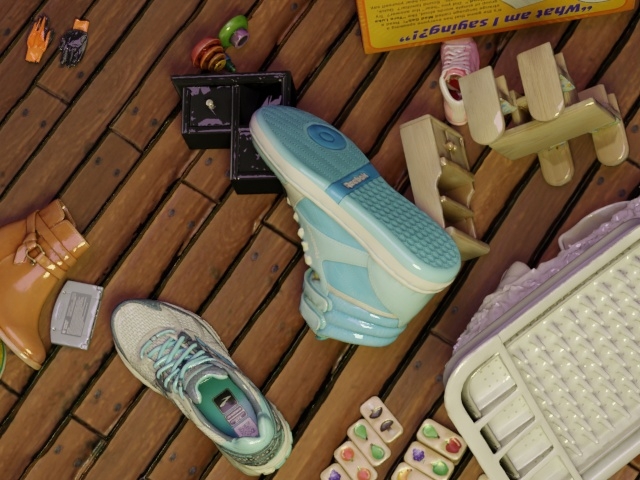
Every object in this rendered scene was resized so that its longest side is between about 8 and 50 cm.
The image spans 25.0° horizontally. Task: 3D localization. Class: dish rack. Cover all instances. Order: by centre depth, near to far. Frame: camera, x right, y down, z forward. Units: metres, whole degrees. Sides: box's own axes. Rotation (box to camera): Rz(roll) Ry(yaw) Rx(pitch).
[{"bbox_3d":[0.301,0.142,1.649,0.333,0.285,0.072,-37,33,-5],"label":"dish rack"}]

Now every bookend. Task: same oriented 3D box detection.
[{"bbox_3d":[-0.111,-0.131,1.848,0.157,0.072,0.156,-1,73,6],"label":"bookend"}]

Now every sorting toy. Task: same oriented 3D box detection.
[{"bbox_3d":[-0.123,-0.248,1.893,0.102,0.061,0.042,-38,73,-26],"label":"sorting toy"}]

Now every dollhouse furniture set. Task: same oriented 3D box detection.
[{"bbox_3d":[0.235,-0.095,1.738,0.242,0.212,0.161,-21,68,27],"label":"dollhouse furniture set"}]

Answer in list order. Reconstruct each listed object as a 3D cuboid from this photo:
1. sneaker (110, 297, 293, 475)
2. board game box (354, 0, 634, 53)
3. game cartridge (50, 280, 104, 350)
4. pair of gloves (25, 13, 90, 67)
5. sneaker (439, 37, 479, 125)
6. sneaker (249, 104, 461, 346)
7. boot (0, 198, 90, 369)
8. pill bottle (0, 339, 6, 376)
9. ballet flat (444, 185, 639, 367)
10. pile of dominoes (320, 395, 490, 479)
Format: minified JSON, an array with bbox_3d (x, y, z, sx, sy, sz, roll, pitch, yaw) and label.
[{"bbox_3d":[-0.145,0.158,1.733,0.283,0.122,0.110,40,80,15],"label":"sneaker"},{"bbox_3d":[0.189,-0.493,1.769,0.356,0.356,0.356,-9,66,3],"label":"board game box"},{"bbox_3d":[-0.310,0.094,1.826,0.056,0.017,0.083,12,74,5],"label":"game cartridge"},{"bbox_3d":[-0.355,-0.268,1.947,0.083,0.010,0.074,9,72,5],"label":"pair of gloves"},{"bbox_3d":[0.178,-0.221,1.850,0.051,0.070,0.134,0,71,7],"label":"sneaker"},{"bbox_3d":[0.000,0.000,1.737,0.319,0.208,0.127,46,38,20],"label":"sneaker"},{"bbox_3d":[-0.350,0.050,1.807,0.152,0.073,0.197,-33,68,-2],"label":"boot"},{"bbox_3d":[-0.460,0.121,1.729,0.117,0.208,0.118,-2,72,5],"label":"pill bottle"},{"bbox_3d":[0.305,0.055,1.738,0.409,0.147,0.147,-32,72,-8],"label":"ballet flat"},{"bbox_3d":[0.078,0.327,1.703,0.196,0.040,0.251,30,77,13],"label":"pile of dominoes"}]
